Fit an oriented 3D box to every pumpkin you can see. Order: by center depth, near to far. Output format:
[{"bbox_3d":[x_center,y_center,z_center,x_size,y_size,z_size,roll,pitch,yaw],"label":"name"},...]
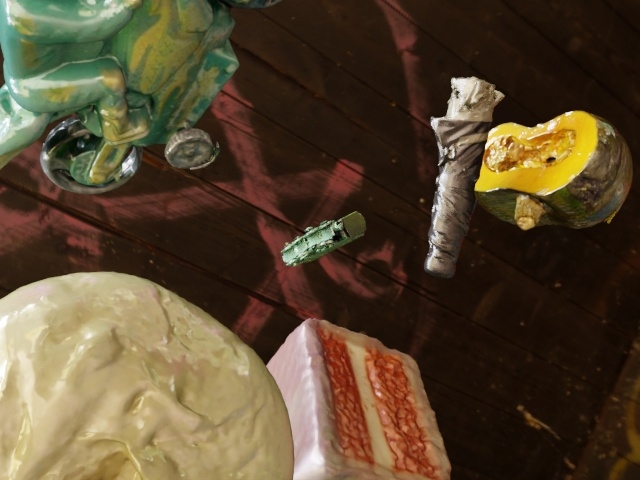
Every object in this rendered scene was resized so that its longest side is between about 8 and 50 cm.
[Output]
[{"bbox_3d":[0.409,-0.111,1.302,0.139,0.317,0.221,29,-104,-33],"label":"pumpkin"}]

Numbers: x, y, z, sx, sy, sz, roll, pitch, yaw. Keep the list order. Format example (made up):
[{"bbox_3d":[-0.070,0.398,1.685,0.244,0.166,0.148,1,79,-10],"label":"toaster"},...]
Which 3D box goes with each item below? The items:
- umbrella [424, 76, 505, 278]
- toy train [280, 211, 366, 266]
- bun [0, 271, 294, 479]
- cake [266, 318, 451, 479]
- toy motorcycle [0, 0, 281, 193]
[{"bbox_3d":[0.231,-0.112,1.239,0.113,0.106,0.357,8,-86,-56],"label":"umbrella"},{"bbox_3d":[0.000,0.000,0.973,0.071,0.148,0.038,-18,-96,-35],"label":"toy train"},{"bbox_3d":[-0.204,0.209,0.635,0.361,0.213,0.360,0,-80,0],"label":"bun"},{"bbox_3d":[0.025,0.305,1.084,0.237,0.308,0.230,23,-57,-24],"label":"cake"},{"bbox_3d":[-0.147,-0.138,0.503,0.198,0.109,0.296,11,-47,-43],"label":"toy motorcycle"}]
